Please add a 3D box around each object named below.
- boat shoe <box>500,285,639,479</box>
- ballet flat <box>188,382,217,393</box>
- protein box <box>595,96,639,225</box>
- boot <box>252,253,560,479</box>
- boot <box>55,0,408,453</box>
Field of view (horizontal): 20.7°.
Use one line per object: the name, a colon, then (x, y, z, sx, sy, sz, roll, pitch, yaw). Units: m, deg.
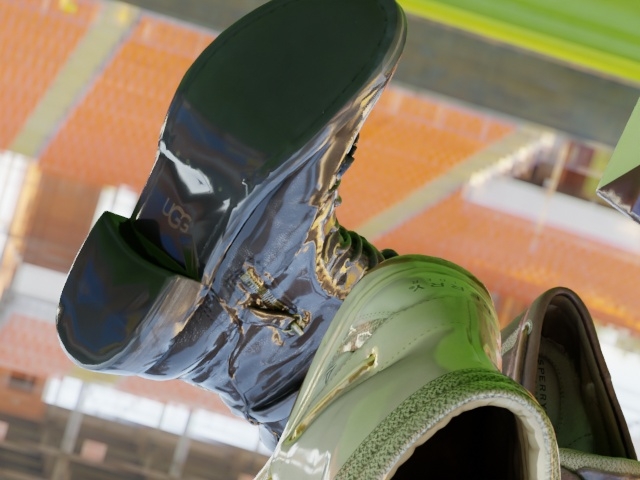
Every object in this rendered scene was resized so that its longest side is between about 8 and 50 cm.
boat shoe: (0.184, 0.190, 1.264, 0.123, 0.342, 0.123, 9, 144, -16)
ballet flat: (-0.013, 0.088, 1.254, 0.206, 0.073, 0.067, 4, 157, 14)
protein box: (0.324, -0.069, 1.105, 0.201, 0.199, 0.136, 16, -164, -28)
boot: (0.014, 0.148, 0.685, 0.095, 0.262, 0.203, 22, -170, -9)
boot: (0.000, 0.000, 0.938, 0.229, 0.263, 0.091, 24, -159, -50)
